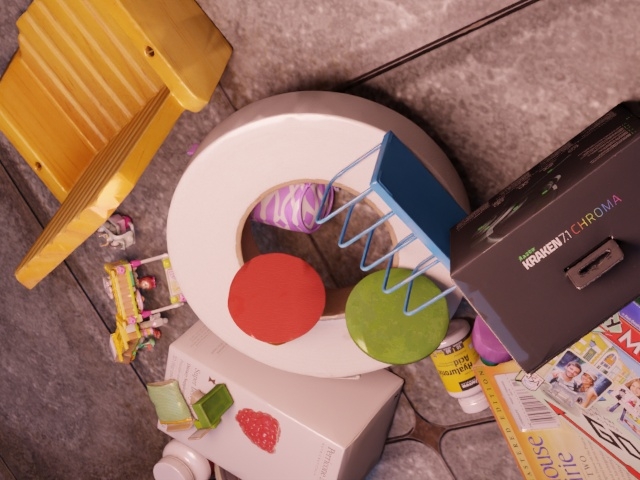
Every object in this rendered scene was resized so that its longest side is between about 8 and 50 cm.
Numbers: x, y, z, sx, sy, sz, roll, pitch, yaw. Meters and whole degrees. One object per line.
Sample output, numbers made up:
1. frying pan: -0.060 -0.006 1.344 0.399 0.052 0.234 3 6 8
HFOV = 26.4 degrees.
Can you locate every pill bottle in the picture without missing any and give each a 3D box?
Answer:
1. pill bottle: -0.190 0.328 2.125 0.086 0.152 0.086 19 129 25
2. pill bottle: 0.187 0.167 1.803 0.065 0.065 0.116 -12 112 40

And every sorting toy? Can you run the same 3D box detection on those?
1. sorting toy: 0.067 0.114 1.702 0.365 0.127 0.126 8 151 2

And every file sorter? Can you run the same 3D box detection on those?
1. file sorter: 0.091 -0.015 1.592 0.104 0.118 0.170 -34 110 29

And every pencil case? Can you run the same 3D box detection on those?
1. pencil case: -0.082 -0.070 1.823 0.206 0.086 0.088 12 143 29

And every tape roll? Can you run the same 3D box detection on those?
1. tape roll: 0.000 0.000 1.725 0.391 0.072 0.392 4 122 7

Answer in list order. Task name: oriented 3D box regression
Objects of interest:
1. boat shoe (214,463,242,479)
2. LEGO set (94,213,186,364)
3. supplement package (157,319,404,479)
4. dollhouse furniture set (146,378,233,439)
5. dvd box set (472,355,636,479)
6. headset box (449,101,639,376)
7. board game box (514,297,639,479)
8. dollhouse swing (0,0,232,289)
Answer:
1. boat shoe: -0.034 0.430 2.074 0.130 0.132 0.355 -30 90 49
2. LEGO set: -0.268 0.097 2.091 0.132 0.107 0.287 -126 26 -45
3. supplement package: -0.060 0.234 1.950 0.293 0.175 0.178 28 131 18
4. dollhouse furniture set: -0.192 0.236 1.883 0.151 0.058 0.076 -12 110 40
5. dvd box set: 0.426 0.244 1.683 0.420 0.062 0.308 -13 110 41
6. headset box: 0.266 -0.010 1.413 0.246 0.283 0.131 -37 95 10
7. board game box: 0.407 0.194 1.588 0.317 0.046 0.213 39 135 8
8. dollhouse swing: -0.341 -0.170 1.795 0.315 0.305 0.347 51 136 -4
